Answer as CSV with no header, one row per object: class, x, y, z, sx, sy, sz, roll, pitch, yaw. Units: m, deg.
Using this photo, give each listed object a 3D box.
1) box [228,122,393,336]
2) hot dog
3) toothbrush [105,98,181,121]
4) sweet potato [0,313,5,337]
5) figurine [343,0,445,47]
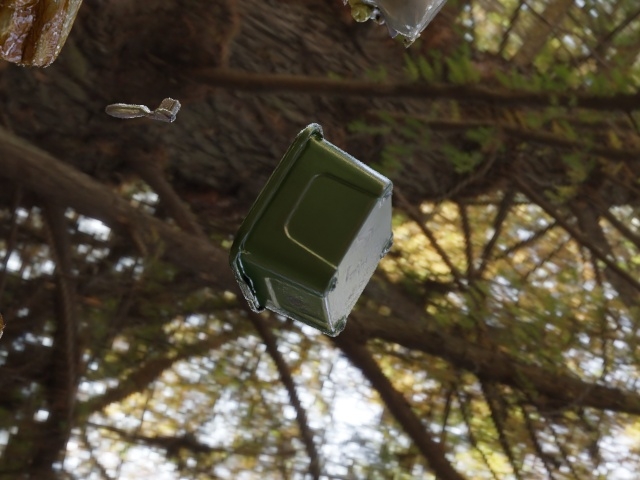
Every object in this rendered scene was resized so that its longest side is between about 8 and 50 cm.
box,0.000,0.000,1.718,0.178,0.328,0.252,26,-105,11
hot dog,-0.325,-0.287,1.269,0.249,0.102,0.076,-53,-144,46
toothbrush,-0.269,-0.195,1.645,0.029,0.025,0.307,-59,-153,-9
sweet potato,-0.385,0.088,1.232,0.264,0.057,0.057,5,-104,64
figurine,0.096,-0.445,1.835,0.127,0.235,0.155,-48,178,-28
